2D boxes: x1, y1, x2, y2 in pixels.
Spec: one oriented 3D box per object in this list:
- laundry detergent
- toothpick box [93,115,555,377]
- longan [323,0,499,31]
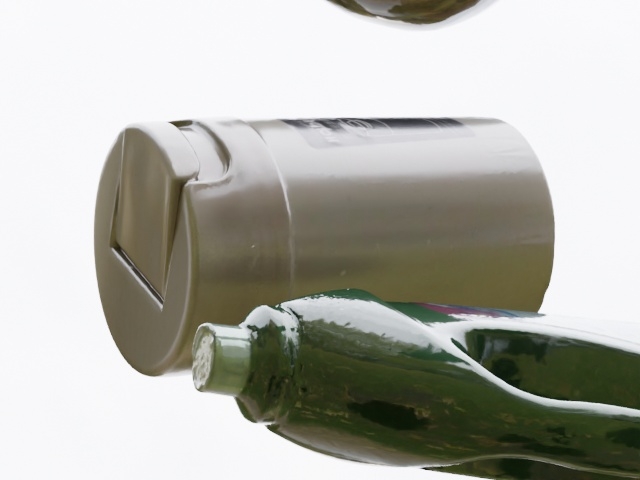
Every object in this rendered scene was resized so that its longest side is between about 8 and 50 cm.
[{"bbox_3d":[0.061,0.053,0.658,0.210,0.063,0.137,9,6,-23],"label":"laundry detergent"},{"bbox_3d":[0.000,0.000,0.847,0.180,0.111,0.111,-3,-20,-29],"label":"toothpick box"},{"bbox_3d":[0.046,-0.222,1.092,0.198,0.198,0.212,-4,-65,42],"label":"longan"}]
